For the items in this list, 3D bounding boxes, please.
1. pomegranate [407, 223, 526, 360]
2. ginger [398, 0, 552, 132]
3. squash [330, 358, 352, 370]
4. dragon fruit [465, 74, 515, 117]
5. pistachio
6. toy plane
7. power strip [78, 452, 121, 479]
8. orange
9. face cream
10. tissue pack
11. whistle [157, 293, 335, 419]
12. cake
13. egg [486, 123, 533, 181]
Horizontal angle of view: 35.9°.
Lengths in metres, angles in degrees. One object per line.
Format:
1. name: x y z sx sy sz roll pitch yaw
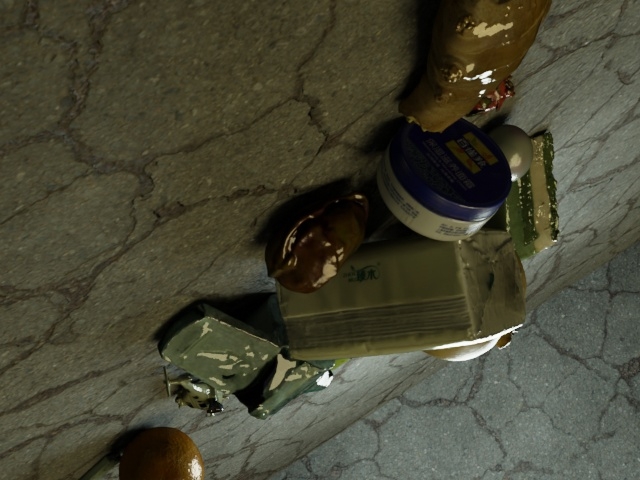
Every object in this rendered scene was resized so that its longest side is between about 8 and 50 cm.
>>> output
1. pomegranate: 0.293 0.106 2.080 0.319 0.319 0.319 -30 160 -12
2. ginger: 0.213 -0.294 1.381 0.236 0.166 0.375 -67 -169 -10
3. squash: -0.028 0.261 2.249 0.186 0.123 0.123 -32 161 5
4. dragon fruit: 0.245 -0.236 1.562 0.116 0.086 0.081 -26 -161 0
5. pistachio: 0.000 0.000 1.650 0.210 0.130 0.165 -42 158 -3
6. toy plane: -0.261 0.311 2.042 0.108 0.092 0.286 -8 162 1
7. power strip: -0.495 0.516 2.228 0.136 0.019 0.051 -43 158 23
8. orange: -0.351 0.510 2.190 0.206 0.206 0.206 -30 160 -12
9. face cream: 0.197 -0.102 1.604 0.206 0.206 0.111 -20 157 -36
10. tissue pack: 0.151 0.097 1.810 0.380 0.207 0.297 -10 177 28
11. whistle: -0.125 0.223 1.879 0.168 0.188 0.405 -42 159 21
12. cake: 0.444 -0.083 2.120 0.158 0.172 0.283 -27 158 -26
13. egg: 0.350 -0.164 1.863 0.103 0.103 0.135 -32 160 -6
